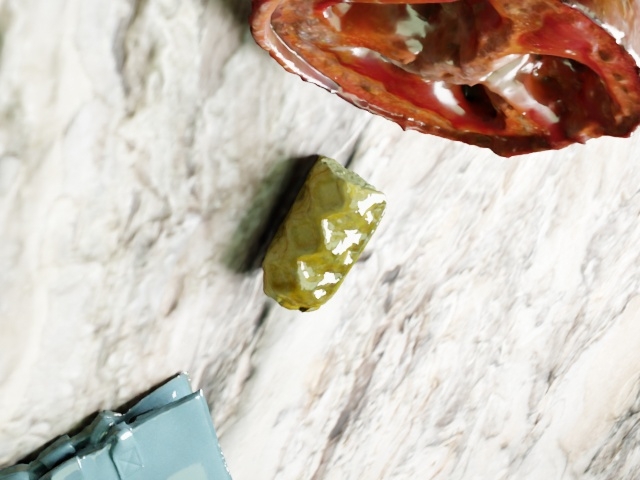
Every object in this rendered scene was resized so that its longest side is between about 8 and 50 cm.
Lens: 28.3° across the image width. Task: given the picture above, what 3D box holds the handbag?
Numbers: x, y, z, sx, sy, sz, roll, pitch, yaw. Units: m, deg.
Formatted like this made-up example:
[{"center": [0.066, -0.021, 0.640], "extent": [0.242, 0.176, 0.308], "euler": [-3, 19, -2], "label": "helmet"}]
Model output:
[{"center": [-0.169, 0.195, 0.893], "extent": [0.221, 0.057, 0.144], "euler": [-28, 134, -20], "label": "handbag"}]

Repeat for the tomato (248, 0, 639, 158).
[{"center": [0.081, -0.133, 0.713], "extent": [0.228, 0.228, 0.101], "euler": [45, 57, -55], "label": "tomato"}]

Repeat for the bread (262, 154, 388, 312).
[{"center": [0.000, 0.000, 0.859], "extent": [0.110, 0.060, 0.066], "euler": [-62, 169, 20], "label": "bread"}]
